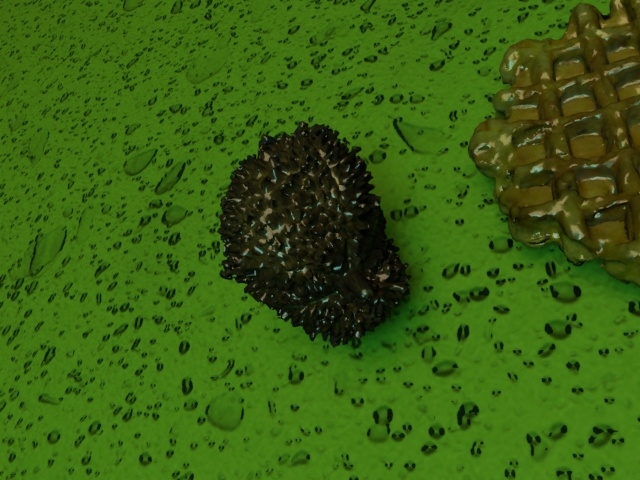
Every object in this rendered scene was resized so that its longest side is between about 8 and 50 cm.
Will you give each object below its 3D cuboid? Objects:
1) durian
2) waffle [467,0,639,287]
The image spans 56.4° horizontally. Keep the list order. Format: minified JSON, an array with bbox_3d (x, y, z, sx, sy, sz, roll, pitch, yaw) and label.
[{"bbox_3d":[0.000,0.000,0.519,0.167,0.196,0.196,-47,49,5],"label":"durian"},{"bbox_3d":[0.283,-0.097,0.505,0.302,0.068,0.325,-48,48,-6],"label":"waffle"}]
